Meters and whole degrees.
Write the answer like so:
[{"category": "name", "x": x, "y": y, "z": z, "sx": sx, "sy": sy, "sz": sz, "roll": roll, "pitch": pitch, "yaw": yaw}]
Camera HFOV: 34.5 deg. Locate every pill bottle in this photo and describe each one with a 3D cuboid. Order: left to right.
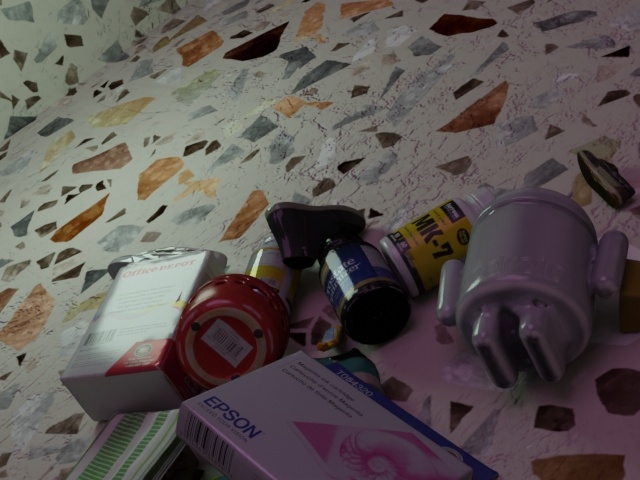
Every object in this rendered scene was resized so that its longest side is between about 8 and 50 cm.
[{"category": "pill bottle", "x": -0.091, "y": 0.071, "z": 1.927, "sx": 0.103, "sy": 0.103, "sz": 0.184, "roll": -12, "pitch": 36, "yaw": 22}, {"category": "pill bottle", "x": 0.067, "y": 0.075, "z": 1.793, "sx": 0.122, "sy": 0.123, "sz": 0.219, "roll": -28, "pitch": 33, "yaw": -1}, {"category": "pill bottle", "x": 0.219, "y": 0.000, "z": 1.790, "sx": 0.208, "sy": 0.119, "sz": 0.119, "roll": -30, "pitch": 34, "yaw": -3}]

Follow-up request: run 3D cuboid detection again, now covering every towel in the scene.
[{"category": "towel", "x": -0.328, "y": 0.366, "z": 1.655, "sx": 0.324, "sy": 0.038, "sz": 0.248, "roll": -19, "pitch": 29, "yaw": 55}]

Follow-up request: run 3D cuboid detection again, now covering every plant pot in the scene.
[{"category": "plant pot", "x": -0.151, "y": 0.162, "z": 1.724, "sx": 0.191, "sy": 0.191, "sz": 0.174, "roll": -23, "pitch": 6, "yaw": 7}, {"category": "plant pot", "x": 0.489, "y": 0.083, "z": 1.528, "sx": 0.083, "sy": 0.081, "sz": 0.082, "roll": 2, "pitch": 43, "yaw": 19}]

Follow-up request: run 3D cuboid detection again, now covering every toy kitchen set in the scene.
[{"category": "toy kitchen set", "x": -0.253, "y": 0.370, "z": 1.667, "sx": 0.068, "sy": 0.075, "sz": 0.083, "roll": -13, "pitch": 32, "yaw": 23}]

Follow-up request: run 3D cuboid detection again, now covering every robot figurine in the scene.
[{"category": "robot figurine", "x": 0.318, "y": 0.057, "z": 1.569, "sx": 0.299, "sy": 0.200, "sz": 0.354, "roll": -10, "pitch": 38, "yaw": 25}]

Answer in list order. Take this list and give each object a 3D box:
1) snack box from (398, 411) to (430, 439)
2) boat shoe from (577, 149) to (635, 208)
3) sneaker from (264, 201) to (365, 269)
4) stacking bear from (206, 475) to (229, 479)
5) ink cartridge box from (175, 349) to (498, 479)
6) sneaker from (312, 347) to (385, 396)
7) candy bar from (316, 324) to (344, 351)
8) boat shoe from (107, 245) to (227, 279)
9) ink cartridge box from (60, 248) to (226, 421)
[{"category": "snack box", "x": 0.142, "y": 0.317, "z": 1.467, "sx": 0.064, "sy": 0.022, "sz": 0.178, "roll": -15, "pitch": 38, "yaw": -22}, {"category": "boat shoe", "x": 0.500, "y": -0.112, "z": 1.805, "sx": 0.049, "sy": 0.056, "sz": 0.152, "roll": -23, "pitch": 43, "yaw": -1}, {"category": "sneaker", "x": 0.000, "y": 0.000, "z": 1.942, "sx": 0.083, "sy": 0.222, "sz": 0.118, "roll": -42, "pitch": 55, "yaw": 46}, {"category": "stacking bear", "x": -0.159, "y": 0.412, "z": 1.480, "sx": 0.289, "sy": 0.175, "sz": 0.164, "roll": -16, "pitch": 72, "yaw": 36}, {"category": "ink cartridge box", "x": 0.032, "y": 0.270, "z": 1.395, "sx": 0.324, "sy": 0.072, "sz": 0.330, "roll": 31, "pitch": 34, "yaw": 32}, {"category": "sneaker", "x": -0.049, "y": 0.262, "z": 1.651, "sx": 0.302, "sy": 0.108, "sz": 0.121, "roll": -18, "pitch": 33, "yaw": 0}, {"category": "candy bar", "x": 0.019, "y": 0.164, "z": 1.746, "sx": 0.040, "sy": 0.018, "sz": 0.161, "roll": -20, "pitch": 2, "yaw": 7}, {"category": "boat shoe", "x": -0.314, "y": 0.053, "z": 2.120, "sx": 0.267, "sy": 0.096, "sz": 0.088, "roll": -3, "pitch": 37, "yaw": 30}, {"category": "ink cartridge box", "x": -0.311, "y": 0.176, "z": 1.919, "sx": 0.226, "sy": 0.131, "sz": 0.306, "roll": -10, "pitch": 36, "yaw": 26}]
